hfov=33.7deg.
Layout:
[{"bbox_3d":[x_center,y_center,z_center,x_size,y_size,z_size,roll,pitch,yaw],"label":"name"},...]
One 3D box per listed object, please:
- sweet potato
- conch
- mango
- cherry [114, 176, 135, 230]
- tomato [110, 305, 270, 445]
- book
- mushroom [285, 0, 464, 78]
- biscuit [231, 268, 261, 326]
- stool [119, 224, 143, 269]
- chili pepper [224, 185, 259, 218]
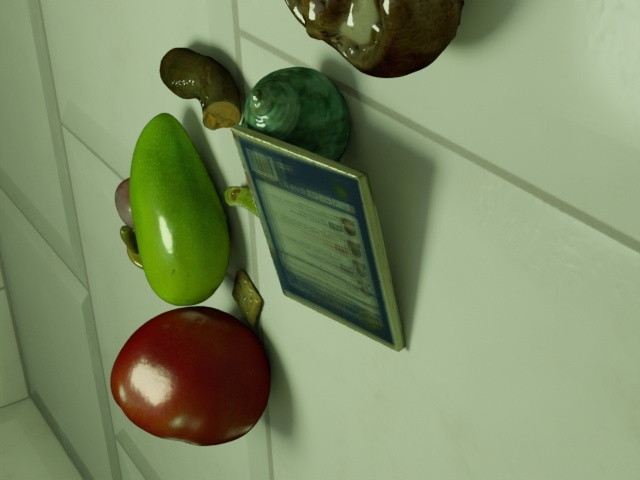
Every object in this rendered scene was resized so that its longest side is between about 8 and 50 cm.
[{"bbox_3d":[-0.213,-0.257,1.734,0.286,0.085,0.112,30,137,53],"label":"sweet potato"},{"bbox_3d":[-0.043,-0.149,1.429,0.176,0.122,0.188,15,137,27],"label":"conch"},{"bbox_3d":[-0.253,-0.054,1.865,0.192,0.156,0.343,-5,98,54],"label":"mango"},{"bbox_3d":[-0.373,-0.068,2.154,0.106,0.087,0.126,-123,31,-47],"label":"cherry"},{"bbox_3d":[-0.224,0.234,1.898,0.298,0.298,0.226,25,99,55],"label":"tomato"},{"bbox_3d":[0.000,0.000,1.424,0.228,0.018,0.322,25,145,35],"label":"book"},{"bbox_3d":[0.052,-0.295,1.133,0.253,0.153,0.253,36,141,36],"label":"mushroom"},{"bbox_3d":[-0.133,0.103,1.892,0.081,0.018,0.083,56,150,26],"label":"biscuit"},{"bbox_3d":[-0.323,-0.011,2.059,0.110,0.134,0.135,100,148,-58],"label":"stool"},{"bbox_3d":[-0.103,-0.054,1.709,0.208,0.043,0.049,32,122,50],"label":"chili pepper"}]
